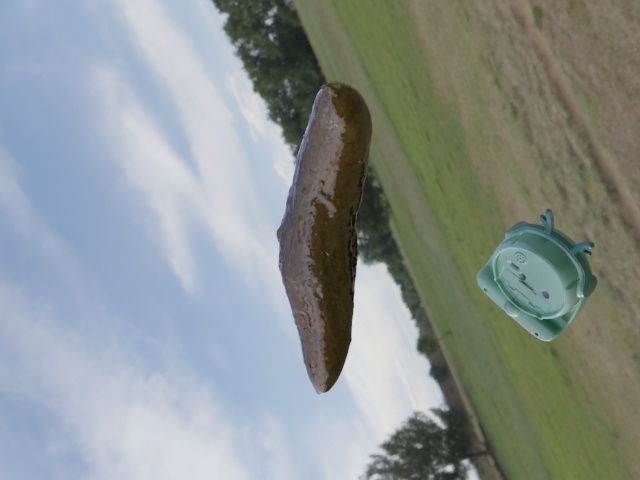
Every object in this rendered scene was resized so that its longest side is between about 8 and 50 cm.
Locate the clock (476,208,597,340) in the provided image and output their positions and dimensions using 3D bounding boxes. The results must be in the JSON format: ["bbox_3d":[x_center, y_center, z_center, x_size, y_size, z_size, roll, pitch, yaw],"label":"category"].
[{"bbox_3d":[0.331,0.044,1.000,0.159,0.066,0.211,42,150,24],"label":"clock"}]

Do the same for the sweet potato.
[{"bbox_3d":[-0.001,-0.003,0.727,0.114,0.092,0.342,-131,43,-66],"label":"sweet potato"}]
